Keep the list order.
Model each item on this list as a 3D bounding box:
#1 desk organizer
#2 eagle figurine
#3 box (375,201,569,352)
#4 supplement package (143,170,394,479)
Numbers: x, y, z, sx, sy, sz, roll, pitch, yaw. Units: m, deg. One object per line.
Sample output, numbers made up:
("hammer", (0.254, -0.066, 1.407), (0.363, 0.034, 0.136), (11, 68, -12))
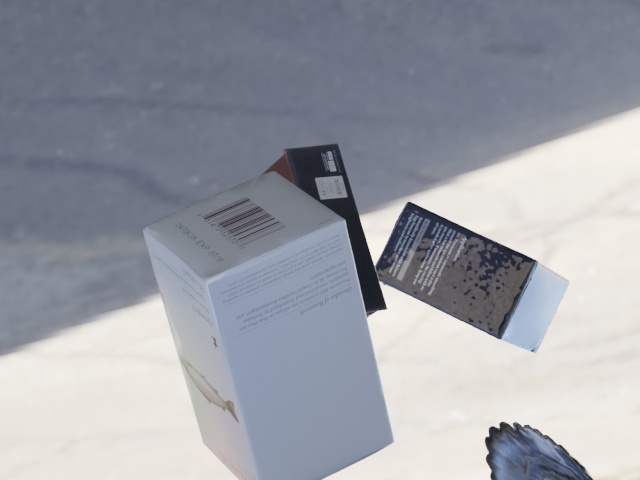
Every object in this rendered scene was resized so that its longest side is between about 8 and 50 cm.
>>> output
("desk organizer", (0.000, 0.000, 1.396), (0.047, 0.130, 0.050), (-8, 163, -31))
("eagle figurine", (0.299, 0.333, 2.031), (0.225, 0.298, 0.226), (0, 145, -6))
("box", (0.160, 0.041, 2.015), (0.158, 0.093, 0.156), (26, -179, 21))
("supplement package", (-0.033, 0.064, 1.275), (0.105, 0.179, 0.105), (-25, -150, -20))
